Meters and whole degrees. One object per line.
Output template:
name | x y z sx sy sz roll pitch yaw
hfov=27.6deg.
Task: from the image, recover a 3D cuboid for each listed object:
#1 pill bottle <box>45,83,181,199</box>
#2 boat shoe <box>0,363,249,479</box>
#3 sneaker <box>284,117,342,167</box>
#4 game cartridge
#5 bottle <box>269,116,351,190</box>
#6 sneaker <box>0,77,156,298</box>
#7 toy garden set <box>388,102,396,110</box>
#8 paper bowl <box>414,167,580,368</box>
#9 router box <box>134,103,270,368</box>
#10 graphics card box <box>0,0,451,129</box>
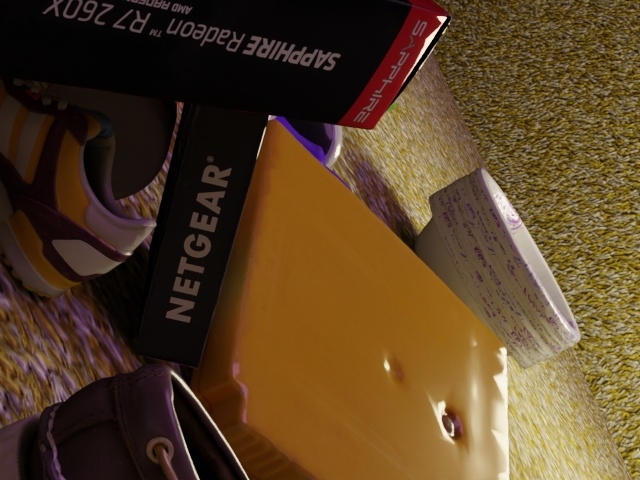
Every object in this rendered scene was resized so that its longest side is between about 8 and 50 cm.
pill bottle | -0.136 -0.092 0.860 0.086 0.086 0.152 55 14 -22
boat shoe | -0.028 0.192 0.635 0.324 0.097 0.116 55 14 -24
sneaker | -0.091 -0.189 1.226 0.295 0.104 0.147 58 13 16
game cartridge | 0.036 0.105 0.975 0.324 0.053 0.285 43 35 -30
bottle | 0.000 0.000 1.167 0.283 0.092 0.118 56 13 -19
sneaker | -0.159 -0.065 0.716 0.185 0.084 0.069 61 13 -2
toy garden set | 0.000 -0.306 1.936 0.244 0.049 0.204 34 25 -54
paper bowl | 0.237 0.051 1.845 0.284 0.148 0.284 55 15 -22
router box | -0.073 -0.031 0.811 0.046 0.179 0.133 13 28 -9
graphics card box | -0.125 -0.171 0.667 0.371 0.094 0.233 2 39 -53
